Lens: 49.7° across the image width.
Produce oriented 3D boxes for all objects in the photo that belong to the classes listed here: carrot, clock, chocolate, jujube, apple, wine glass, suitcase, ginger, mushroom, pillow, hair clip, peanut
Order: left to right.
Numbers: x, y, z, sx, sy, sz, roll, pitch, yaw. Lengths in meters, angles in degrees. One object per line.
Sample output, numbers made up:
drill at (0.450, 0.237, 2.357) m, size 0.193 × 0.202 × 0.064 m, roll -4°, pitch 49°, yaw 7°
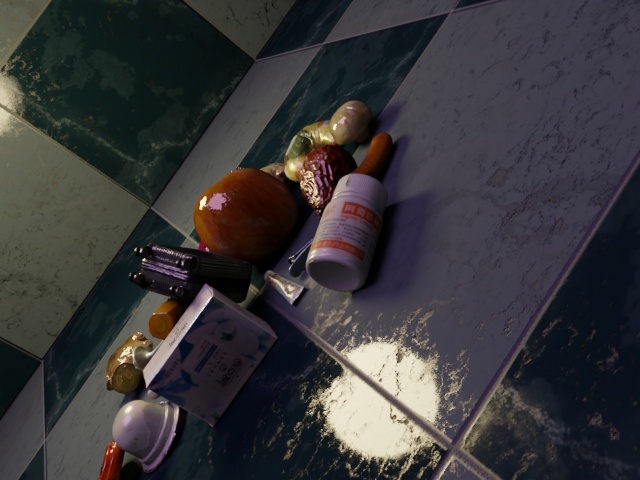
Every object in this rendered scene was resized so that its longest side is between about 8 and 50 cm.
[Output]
clock at (-0.582, 0.635, 1.905) m, size 0.205 × 0.051 × 0.205 m, roll -165°, pitch 90°, yaw -76°
ginger at (-0.651, 0.409, 2.321) m, size 0.270 × 0.123 × 0.219 m, roll 1°, pitch 60°, yaw 62°
chocolate at (-0.479, 0.498, 1.860) m, size 0.221 × 0.147 × 0.221 m, roll -45°, pitch 21°, yaw 23°
wine glass at (-0.476, 0.302, 2.130) m, size 0.232 × 0.156 × 0.156 m, roll -47°, pitch 24°, yaw 21°
carrot at (-0.353, 0.207, 1.864) m, size 0.114 × 0.114 × 0.302 m, roll -47°, pitch -12°, yaw 14°
suitcase at (-0.334, 0.089, 1.842) m, size 0.202 × 0.312 × 0.128 m, roll 13°, pitch 90°, yaw 29°
apple at (-0.231, -0.077, 2.024) m, size 0.301 × 0.301 × 0.302 m, roll -41°, pitch 26°, yaw 26°
peanut at (-0.200, -0.155, 2.265) m, size 0.298 × 0.120 × 0.136 m, roll -35°, pitch 7°, yaw 30°
pillow at (-0.016, -0.275, 2.131) m, size 0.214 × 0.086 × 0.233 m, roll 2°, pitch 54°, yaw 39°
hair clip at (0.000, 0.000, 1.784) m, size 0.229 × 0.039 × 0.070 m, roll -45°, pitch 24°, yaw 17°
jujube at (0.024, -0.143, 1.792) m, size 0.168 × 0.168 × 0.237 m, roll -40°, pitch 32°, yaw 28°
mushroom at (0.087, -0.334, 1.984) m, size 0.148 × 0.112 × 0.148 m, roll -43°, pitch 23°, yaw 23°
carrot at (0.119, -0.184, 1.747) m, size 0.062 × 0.066 × 0.271 m, roll 17°, pitch 53°, yaw 25°

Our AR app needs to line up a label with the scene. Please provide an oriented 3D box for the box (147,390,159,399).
box at (-0.361, 0.331, 1.923) m, size 0.285 × 0.044 × 0.142 m, roll -45°, pitch -9°, yaw 15°

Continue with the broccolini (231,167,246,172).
broccolini at (-0.258, -0.133, 2.192) m, size 0.091 × 0.068 × 0.203 m, roll -56°, pitch -23°, yaw -67°

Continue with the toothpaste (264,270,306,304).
toothpaste at (-0.097, 0.119, 1.809) m, size 0.056 × 0.036 × 0.205 m, roll -54°, pitch 27°, yaw -6°

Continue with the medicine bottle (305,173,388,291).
medicine bottle at (0.064, -0.020, 1.565) m, size 0.144 × 0.144 × 0.252 m, roll -28°, pitch 35°, yaw 45°

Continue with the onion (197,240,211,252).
onion at (-0.337, 0.059, 2.222) m, size 0.218 × 0.139 × 0.195 m, roll -29°, pitch 40°, yaw 50°

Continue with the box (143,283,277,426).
box at (-0.272, 0.281, 1.699) m, size 0.274 × 0.203 × 0.116 m, roll -54°, pitch 22°, yaw -1°
